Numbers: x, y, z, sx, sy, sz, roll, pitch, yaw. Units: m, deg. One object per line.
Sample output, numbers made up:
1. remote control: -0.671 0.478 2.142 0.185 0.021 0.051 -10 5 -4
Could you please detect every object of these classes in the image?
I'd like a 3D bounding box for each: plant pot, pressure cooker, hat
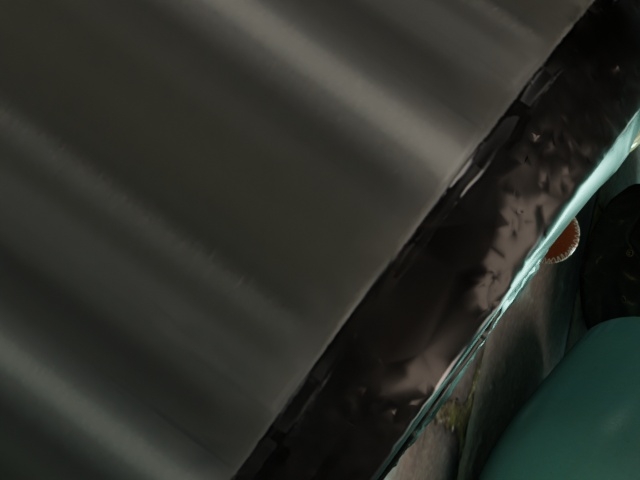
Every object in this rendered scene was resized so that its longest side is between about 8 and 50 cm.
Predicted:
1. plant pot: 0.275 0.254 1.826 0.235 0.293 0.293 -37 132 -35
2. pressure cooker: -0.116 -0.057 0.828 0.375 0.420 0.370 -51 174 -29
3. hat: 0.341 0.043 2.031 0.331 0.134 0.331 -20 112 -61

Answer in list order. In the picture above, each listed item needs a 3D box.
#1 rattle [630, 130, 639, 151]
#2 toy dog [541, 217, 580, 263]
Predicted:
1. rattle: 0.207 -0.100 1.839 0.130 0.143 0.199 49 66 -17
2. toy dog: 0.094 -0.046 1.404 0.220 0.161 0.333 42 74 -39
